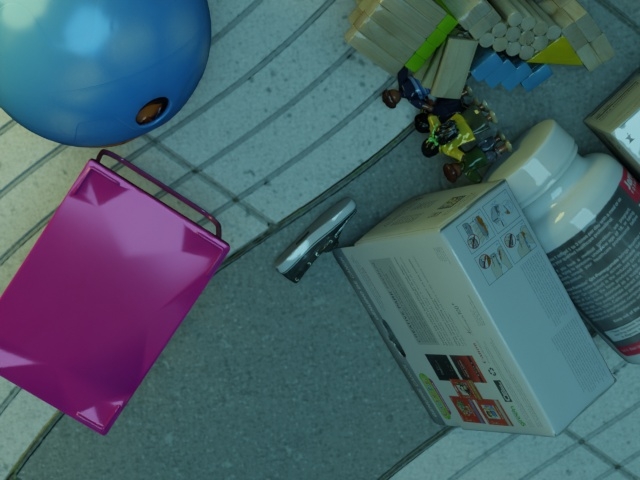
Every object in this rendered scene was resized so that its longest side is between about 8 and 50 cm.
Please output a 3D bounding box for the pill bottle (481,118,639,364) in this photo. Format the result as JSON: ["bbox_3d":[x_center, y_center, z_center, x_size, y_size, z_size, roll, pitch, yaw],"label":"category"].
[{"bbox_3d":[0.363,-0.002,1.778,0.176,0.176,0.318,-45,101,6],"label":"pill bottle"}]

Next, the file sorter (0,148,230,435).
[{"bbox_3d":[-0.279,0.055,1.745,0.202,0.182,0.290,33,99,-11],"label":"file sorter"}]

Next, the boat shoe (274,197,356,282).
[{"bbox_3d":[0.000,0.000,1.824,0.142,0.049,0.040,-42,107,12],"label":"boat shoe"}]

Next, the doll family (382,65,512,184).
[{"bbox_3d":[0.159,-0.159,1.773,0.111,0.076,0.193,-30,59,-1],"label":"doll family"}]

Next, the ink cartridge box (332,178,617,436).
[{"bbox_3d":[0.193,0.093,1.787,0.130,0.272,0.309,-37,104,-27],"label":"ink cartridge box"}]

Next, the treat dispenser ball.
[{"bbox_3d":[-0.275,-0.254,1.627,0.288,0.288,0.288,-1,102,-4],"label":"treat dispenser ball"}]

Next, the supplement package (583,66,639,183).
[{"bbox_3d":[0.520,-0.167,1.771,0.262,0.145,0.204,-44,101,6],"label":"supplement package"}]

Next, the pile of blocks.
[{"bbox_3d":[0.193,-0.268,1.739,0.362,0.112,0.149,6,122,-21],"label":"pile of blocks"}]
